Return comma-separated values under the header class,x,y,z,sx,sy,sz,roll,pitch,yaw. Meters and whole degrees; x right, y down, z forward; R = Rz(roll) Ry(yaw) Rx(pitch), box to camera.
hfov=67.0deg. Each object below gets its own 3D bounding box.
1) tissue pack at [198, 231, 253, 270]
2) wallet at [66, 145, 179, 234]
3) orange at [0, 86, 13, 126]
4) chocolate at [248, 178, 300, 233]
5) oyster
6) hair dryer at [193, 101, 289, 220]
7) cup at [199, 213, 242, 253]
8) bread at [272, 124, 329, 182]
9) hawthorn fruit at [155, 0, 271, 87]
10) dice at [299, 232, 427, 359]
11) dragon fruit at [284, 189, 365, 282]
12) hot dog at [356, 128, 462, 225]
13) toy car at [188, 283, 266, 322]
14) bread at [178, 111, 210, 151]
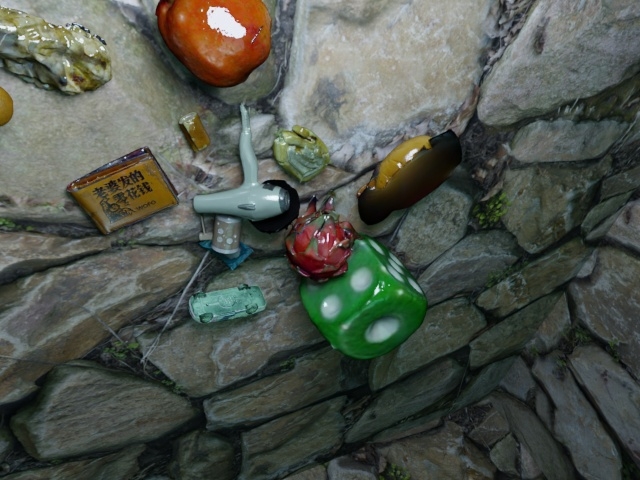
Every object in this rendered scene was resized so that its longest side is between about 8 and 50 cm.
class,x,y,z,sx,sy,sz,roll,pitch,yaw
tissue pack,-0.256,0.018,1.318,0.085,0.028,0.138,-41,134,3
wallet,-0.431,-0.103,1.073,0.195,0.042,0.161,-26,140,-8
orange,-0.575,-0.233,0.830,0.085,0.085,0.085,-18,138,-17
chocolate,-0.116,-0.067,1.253,0.156,0.156,0.133,-27,155,-6
oyster,-0.519,-0.315,0.790,0.345,0.079,0.129,4,136,-38
hair dryer,-0.217,-0.157,1.134,0.229,0.092,0.267,-19,106,16
cup,-0.251,-0.031,1.242,0.074,0.102,0.099,-35,142,-61
bread,-0.049,-0.214,1.189,0.117,0.064,0.156,-45,139,13
hawthorn fruit,-0.191,-0.379,0.850,0.202,0.185,0.185,24,115,-40
dice,0.129,0.172,1.513,0.297,0.300,0.287,-43,136,14
dragon fruit,0.000,0.000,1.340,0.193,0.192,0.274,-32,146,-35
hot dog,0.226,-0.198,1.355,0.326,0.107,0.194,-26,131,7
toy car,-0.276,0.194,1.433,0.224,0.090,0.076,-8,140,-26
bread,-0.272,-0.234,1.049,0.047,0.036,0.083,-29,142,-8
